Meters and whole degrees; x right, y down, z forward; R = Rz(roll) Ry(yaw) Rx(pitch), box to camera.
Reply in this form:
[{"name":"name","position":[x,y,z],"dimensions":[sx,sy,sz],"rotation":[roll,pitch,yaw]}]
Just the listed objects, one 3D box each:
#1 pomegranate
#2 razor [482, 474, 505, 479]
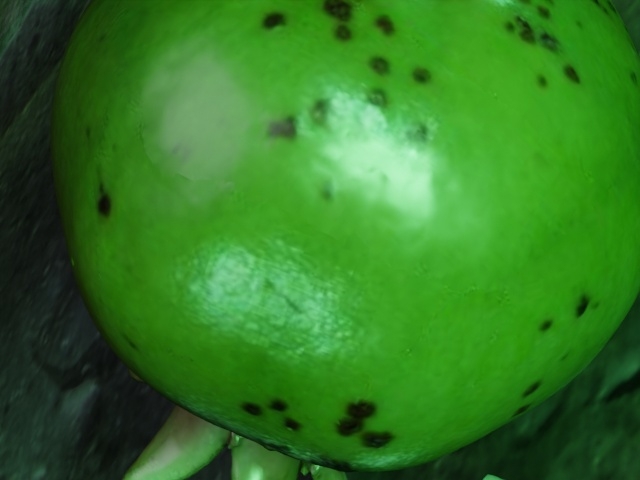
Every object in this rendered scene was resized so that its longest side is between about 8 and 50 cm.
[{"name":"pomegranate","position":[0.000,0.000,0.485],"dimensions":[0.224,0.182,0.181],"rotation":[117,152,-42]},{"name":"razor","position":[0.037,0.174,0.435],"dimensions":[0.084,0.036,0.211],"rotation":[13,80,58]}]
